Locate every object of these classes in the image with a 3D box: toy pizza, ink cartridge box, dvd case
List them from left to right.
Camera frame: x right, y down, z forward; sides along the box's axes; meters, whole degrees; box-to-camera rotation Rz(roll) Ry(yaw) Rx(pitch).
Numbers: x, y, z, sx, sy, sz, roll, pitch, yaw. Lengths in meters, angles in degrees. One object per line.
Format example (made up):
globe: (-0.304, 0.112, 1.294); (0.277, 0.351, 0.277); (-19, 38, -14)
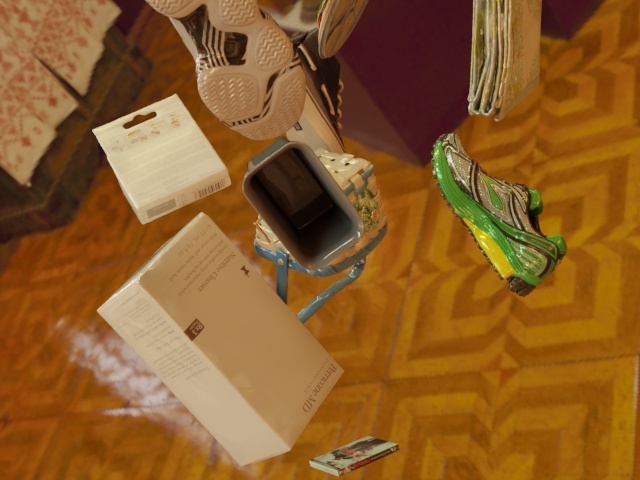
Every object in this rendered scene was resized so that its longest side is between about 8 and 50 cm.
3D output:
ink cartridge box: (-0.295, -0.153, 1.691); (0.181, 0.056, 0.225); (-26, 55, -15)
toy pizza: (0.040, -0.383, 1.446); (0.032, 0.201, 0.201); (28, 69, 7)
dvd case: (0.054, 0.343, 1.461); (0.119, 0.013, 0.087); (-17, 7, -30)

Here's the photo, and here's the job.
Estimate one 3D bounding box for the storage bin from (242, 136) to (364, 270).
storage bin: (-0.030, -0.045, 1.001); (0.098, 0.135, 0.091); (-37, 22, 3)

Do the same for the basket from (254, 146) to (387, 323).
basket: (0.000, 0.000, 1.680); (0.201, 0.289, 0.254); (24, 43, 27)

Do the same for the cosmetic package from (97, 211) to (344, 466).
cosmetic package: (-0.166, 0.176, 1.588); (0.156, 0.385, 0.217); (-33, 14, 44)

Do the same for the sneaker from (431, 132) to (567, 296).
sneaker: (0.328, -0.069, 1.691); (0.146, 0.134, 0.344); (-40, 67, 16)

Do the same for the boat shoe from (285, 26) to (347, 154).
boat shoe: (0.006, -0.250, 1.786); (0.127, 0.341, 0.158); (6, 44, 45)

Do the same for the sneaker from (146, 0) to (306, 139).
sneaker: (-0.136, -0.310, 1.197); (0.137, 0.366, 0.210); (-26, 44, 9)

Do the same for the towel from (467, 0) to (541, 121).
towel: (0.398, -0.445, 1.915); (0.090, 0.321, 0.374); (10, 26, 22)
